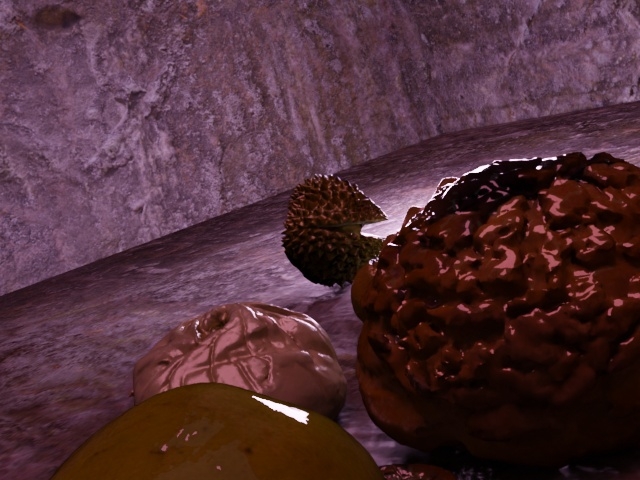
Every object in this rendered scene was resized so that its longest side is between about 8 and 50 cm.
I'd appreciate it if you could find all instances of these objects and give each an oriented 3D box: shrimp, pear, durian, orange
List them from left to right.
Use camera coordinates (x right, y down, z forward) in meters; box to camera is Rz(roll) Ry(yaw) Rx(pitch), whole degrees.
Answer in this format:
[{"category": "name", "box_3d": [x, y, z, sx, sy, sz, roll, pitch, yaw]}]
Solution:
[{"category": "pear", "box_3d": [-0.057, 0.181, 0.424, 0.212, 0.213, 0.269, -16, -4, -3]}, {"category": "durian", "box_3d": [0.000, 0.000, 1.379, 0.138, 0.193, 0.237, -48, 3, -26]}, {"category": "orange", "box_3d": [0.083, 0.072, 1.090, 0.085, 0.095, 0.085, -11, 6, 1]}, {"category": "shrimp", "box_3d": [0.053, 0.205, 0.640, 0.114, 0.023, 0.083, -5, 17, 32]}]

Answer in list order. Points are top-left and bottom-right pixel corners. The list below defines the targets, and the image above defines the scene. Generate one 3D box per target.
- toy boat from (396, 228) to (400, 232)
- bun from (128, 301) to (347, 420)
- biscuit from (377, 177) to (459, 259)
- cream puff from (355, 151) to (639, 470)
[{"category": "toy boat", "box_3d": [0.167, 0.018, 1.230, 0.215, 0.102, 0.088, -15, 13, 0]}, {"category": "bun", "box_3d": [-0.093, 0.145, 0.848, 0.229, 0.145, 0.229, -13, 8, 2]}, {"category": "biscuit", "box_3d": [0.178, 0.009, 1.160, 0.238, 0.041, 0.212, -28, 54, -4]}, {"category": "cream puff", "box_3d": [0.186, 0.044, 0.724, 0.342, 0.231, 0.327, -12, 14, 19]}]
